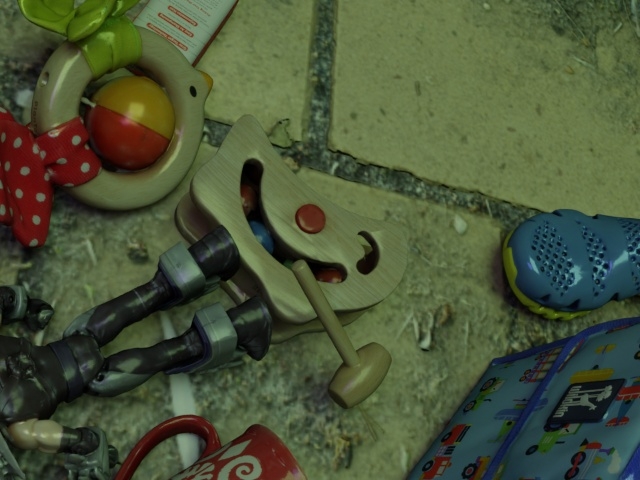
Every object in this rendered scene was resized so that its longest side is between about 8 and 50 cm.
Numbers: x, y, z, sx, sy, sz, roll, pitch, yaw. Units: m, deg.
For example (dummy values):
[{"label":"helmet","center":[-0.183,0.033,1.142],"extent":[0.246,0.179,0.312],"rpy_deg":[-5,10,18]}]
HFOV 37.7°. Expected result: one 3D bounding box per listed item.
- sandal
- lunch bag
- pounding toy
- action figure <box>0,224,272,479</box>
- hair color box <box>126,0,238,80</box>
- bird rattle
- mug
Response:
[{"label":"sandal","center":[0.342,0.011,1.016],"extent":[0.317,0.138,0.126],"rpy_deg":[-3,71,-25]},{"label":"lunch bag","center":[0.216,0.177,0.780],"extent":[0.138,0.293,0.221],"rpy_deg":[46,56,-1]},{"label":"pounding toy","center":[0.000,0.000,0.839],"extent":[0.154,0.155,0.270],"rpy_deg":[-34,85,-29]},{"label":"action figure","center":[-0.179,0.094,0.734],"extent":[0.285,0.099,0.185],"rpy_deg":[-22,74,-26]},{"label":"hair color box","center":[-0.140,-0.219,0.941],"extent":[0.072,0.043,0.141],"rpy_deg":[33,56,-8]},{"label":"bird rattle","center":[-0.187,-0.107,0.807],"extent":[0.207,0.143,0.254],"rpy_deg":[25,73,-41]},{"label":"mug","center":[-0.107,0.226,0.732],"extent":[0.169,0.150,0.113],"rpy_deg":[-25,116,-28]}]
